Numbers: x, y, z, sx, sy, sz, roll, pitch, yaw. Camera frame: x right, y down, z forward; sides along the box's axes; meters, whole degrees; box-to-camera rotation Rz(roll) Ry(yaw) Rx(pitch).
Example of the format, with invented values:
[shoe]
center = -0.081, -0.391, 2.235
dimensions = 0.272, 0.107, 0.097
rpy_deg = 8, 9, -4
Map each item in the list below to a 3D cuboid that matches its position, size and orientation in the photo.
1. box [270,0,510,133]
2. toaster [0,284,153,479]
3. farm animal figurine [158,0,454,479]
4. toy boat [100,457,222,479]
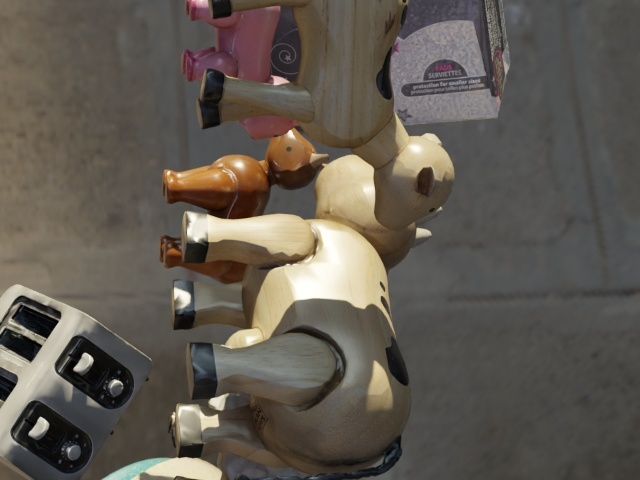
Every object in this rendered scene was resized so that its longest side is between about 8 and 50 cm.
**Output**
[box]
center = 0.070, -0.217, 1.816
dimensions = 0.247, 0.163, 0.142
rpy_deg = -3, 28, 15
[toaster]
center = -0.285, 0.146, 1.695
dimensions = 0.110, 0.185, 0.168
rpy_deg = 44, 74, -37
[farm animal figurine]
center = 0.000, 0.000, 1.027
dimensions = 0.172, 0.330, 0.327
rpy_deg = 2, 67, -10
[toy boat]
center = -0.179, 0.297, 1.259
dimensions = 0.148, 0.267, 0.318
rpy_deg = 29, 82, 23
